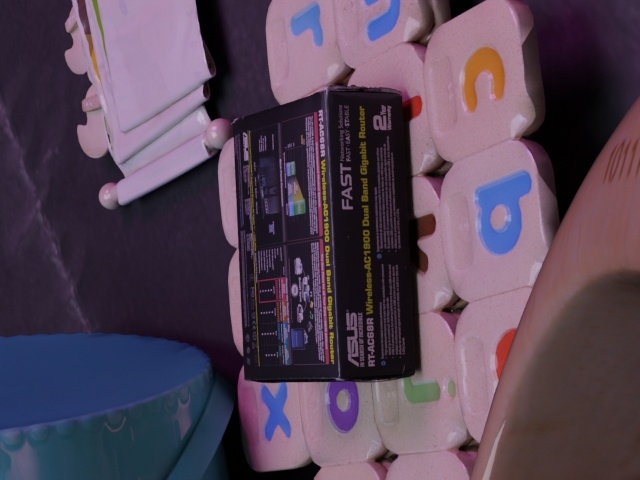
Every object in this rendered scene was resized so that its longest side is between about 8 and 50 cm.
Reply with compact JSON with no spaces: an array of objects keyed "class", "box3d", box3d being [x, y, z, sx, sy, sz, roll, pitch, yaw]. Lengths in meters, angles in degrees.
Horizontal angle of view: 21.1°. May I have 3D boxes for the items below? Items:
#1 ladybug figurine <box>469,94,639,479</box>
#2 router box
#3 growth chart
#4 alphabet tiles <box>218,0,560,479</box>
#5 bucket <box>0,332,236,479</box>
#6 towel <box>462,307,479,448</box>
[{"class":"ladybug figurine","box3d":[0.124,0.161,0.442,0.305,0.162,0.449,171,112,-80]},{"class":"router box","box3d":[0.000,0.000,0.738,0.092,0.038,0.122,-9,83,62]},{"class":"growth chart","box3d":[-0.104,-0.140,0.951,0.172,0.021,0.237,-8,90,57]},{"class":"alphabet tiles","box3d":[0.025,0.010,0.755,0.278,0.021,0.284,-22,71,61]},{"class":"bucket","box3d":[-0.164,0.159,0.886,0.281,0.281,0.183,9,106,55]},{"class":"towel","box3d":[0.090,0.186,0.716,0.248,0.038,0.325,47,133,42]}]
